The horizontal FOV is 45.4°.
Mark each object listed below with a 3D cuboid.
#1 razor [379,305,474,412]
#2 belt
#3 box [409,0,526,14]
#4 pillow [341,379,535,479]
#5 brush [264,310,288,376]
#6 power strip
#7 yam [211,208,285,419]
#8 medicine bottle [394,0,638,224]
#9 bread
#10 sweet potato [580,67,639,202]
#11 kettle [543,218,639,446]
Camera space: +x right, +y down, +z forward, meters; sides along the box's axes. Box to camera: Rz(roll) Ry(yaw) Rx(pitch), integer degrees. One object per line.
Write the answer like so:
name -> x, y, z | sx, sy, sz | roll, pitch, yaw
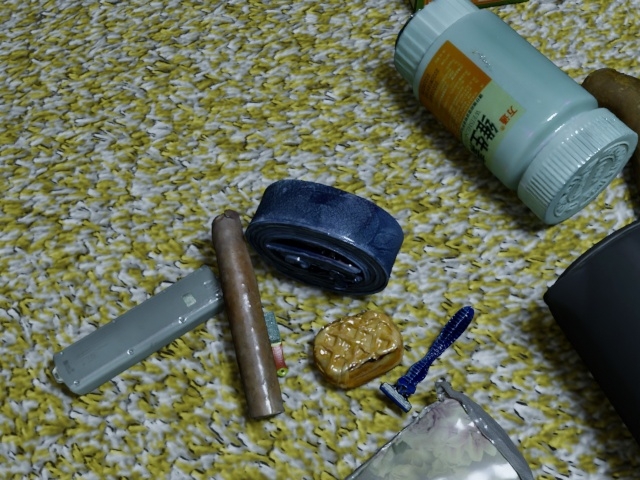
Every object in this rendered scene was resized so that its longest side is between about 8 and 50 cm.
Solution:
razor -> 0.132, 0.136, 0.911 | 0.044, 0.028, 0.154 | 39, 68, 13
belt -> 0.000, 0.000, 0.928 | 0.190, 0.141, 0.082 | 17, 59, 12
box -> 0.225, -0.474, 1.197 | 0.194, 0.148, 0.178 | -10, 61, -4
pillow -> 0.097, 0.276, 0.814 | 0.255, 0.059, 0.169 | -34, 64, -15
brush -> -0.055, 0.125, 0.926 | 0.018, 0.021, 0.083 | -11, 61, -11
power strip -> -0.208, 0.103, 0.939 | 0.252, 0.027, 0.060 | -31, 63, -16
yam -> -0.091, 0.083, 0.918 | 0.046, 0.046, 0.264 | -13, 69, -6
medicine bottle -> 0.247, -0.183, 1.021 | 0.158, 0.158, 0.318 | -31, 64, -16
bread -> 0.044, 0.127, 0.910 | 0.110, 0.044, 0.083 | -22, 60, -8
sweet potato -> 0.437, -0.113, 1.028 | 0.112, 0.085, 0.286 | -23, 68, 27
kettle -> 0.427, 0.123, 0.811 | 0.262, 0.203, 0.308 | -29, 60, 0
